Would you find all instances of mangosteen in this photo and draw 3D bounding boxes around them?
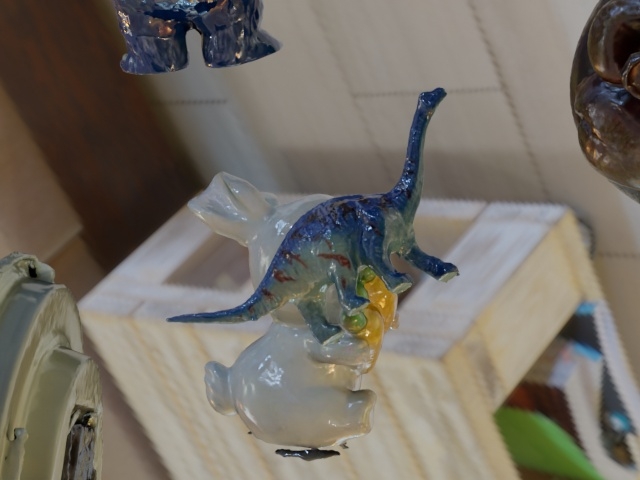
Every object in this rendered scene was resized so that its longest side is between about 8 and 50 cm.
[{"bbox_3d":[0.272,-0.117,1.073,0.211,0.250,0.211,-2,87,32],"label":"mangosteen"}]

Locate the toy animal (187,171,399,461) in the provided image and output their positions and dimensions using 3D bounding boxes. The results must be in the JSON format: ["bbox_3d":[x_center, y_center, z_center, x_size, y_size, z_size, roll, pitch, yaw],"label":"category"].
[{"bbox_3d":[-0.021,0.074,1.641,0.247,0.183,0.310,1,98,30],"label":"toy animal"}]

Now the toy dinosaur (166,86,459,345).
[{"bbox_3d":[0.027,0.015,1.317,0.144,0.329,0.076,49,-178,15],"label":"toy dinosaur"}]

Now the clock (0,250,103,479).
[{"bbox_3d":[-0.147,0.124,0.750,0.053,0.236,0.236,4,137,4],"label":"clock"}]

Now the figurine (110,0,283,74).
[{"bbox_3d":[-0.112,-0.245,1.064,0.121,0.164,0.262,-109,-4,-78],"label":"figurine"}]
